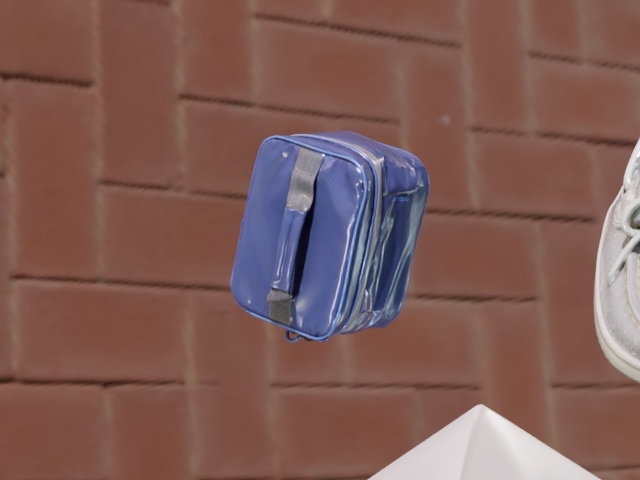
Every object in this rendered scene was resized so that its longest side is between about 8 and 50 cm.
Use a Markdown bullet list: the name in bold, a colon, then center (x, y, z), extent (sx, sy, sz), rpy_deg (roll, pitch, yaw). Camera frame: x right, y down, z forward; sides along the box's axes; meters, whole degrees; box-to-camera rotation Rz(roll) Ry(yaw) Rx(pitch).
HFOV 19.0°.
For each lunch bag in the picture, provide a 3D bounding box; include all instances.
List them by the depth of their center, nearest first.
- **lunch bag**: center (0.000, 0.000, 0.875), extent (0.065, 0.067, 0.098), rpy_deg (-5, 110, -54)

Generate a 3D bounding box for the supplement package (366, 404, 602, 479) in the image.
- **supplement package**: center (0.095, 0.187, 0.623), extent (0.244, 0.139, 0.133), rpy_deg (33, 46, -17)

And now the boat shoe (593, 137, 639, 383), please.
- **boat shoe**: center (0.245, -0.055, 1.135), extent (0.320, 0.118, 0.103), rpy_deg (-60, 158, -29)
